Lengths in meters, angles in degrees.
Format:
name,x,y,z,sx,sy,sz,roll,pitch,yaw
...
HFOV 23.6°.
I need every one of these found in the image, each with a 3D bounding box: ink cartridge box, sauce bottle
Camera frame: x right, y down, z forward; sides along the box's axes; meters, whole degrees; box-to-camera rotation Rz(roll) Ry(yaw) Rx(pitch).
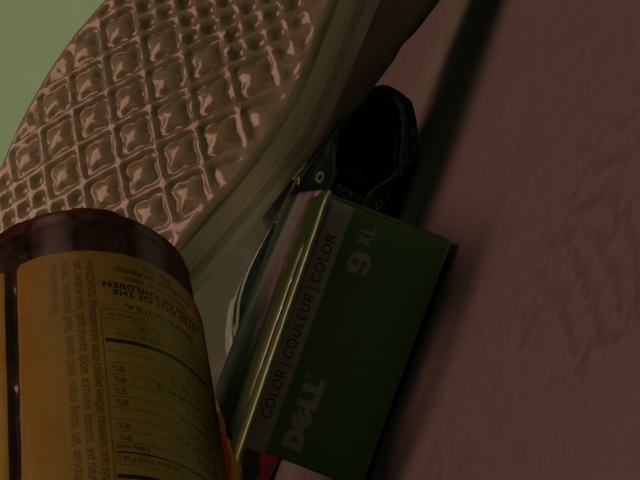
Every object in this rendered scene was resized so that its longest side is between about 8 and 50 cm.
name,x,y,z,sx,sy,sz,roll,pitch,yaw
ink cartridge box,0.003,0.038,0.660,0.209,0.062,0.109,-169,100,-85
sauce bottle,-0.084,0.132,0.573,0.344,0.111,0.111,-102,29,-48

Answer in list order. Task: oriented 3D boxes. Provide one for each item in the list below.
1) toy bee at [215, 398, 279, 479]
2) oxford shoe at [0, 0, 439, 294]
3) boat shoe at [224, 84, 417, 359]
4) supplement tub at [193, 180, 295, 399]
name,x,y,z,sx,sy,sz,roll,pitch,yaw
toy bee,-0.143,0.221,0.924,0.195,0.162,0.298,128,162,-67
oxford shoe,-0.019,-0.112,0.805,0.449,0.169,0.130,-58,-35,-8
boat shoe,0.000,0.000,0.828,0.083,0.065,0.183,121,169,-58
supplement tub,-0.114,-0.013,1.281,0.338,0.207,0.207,-87,18,-72
